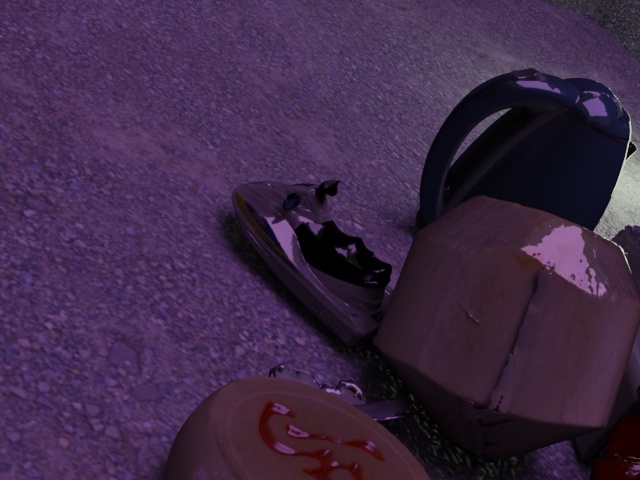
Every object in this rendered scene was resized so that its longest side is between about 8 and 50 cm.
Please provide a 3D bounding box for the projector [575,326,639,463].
[{"bbox_3d":[0.442,0.207,1.538,0.177,0.163,0.242,25,31,-19],"label":"projector"}]

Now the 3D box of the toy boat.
[{"bbox_3d":[0.000,0.008,1.425,0.269,0.141,0.141,56,32,11],"label":"toy boat"}]

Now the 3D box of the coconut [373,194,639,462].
[{"bbox_3d":[0.222,0.113,1.334,0.323,0.323,0.323,26,28,-15],"label":"coconut"}]

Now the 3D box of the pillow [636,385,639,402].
[{"bbox_3d":[0.541,0.281,1.317,0.076,0.281,0.274,-43,112,-32],"label":"pillow"}]

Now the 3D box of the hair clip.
[{"bbox_3d":[0.024,0.191,1.238,0.172,0.049,0.116,10,31,-34],"label":"hair clip"}]

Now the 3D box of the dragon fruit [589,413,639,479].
[{"bbox_3d":[0.405,0.386,1.201,0.302,0.240,0.330,15,41,32],"label":"dragon fruit"}]

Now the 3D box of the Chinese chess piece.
[{"bbox_3d":[-0.013,0.240,1.028,0.273,0.102,0.273,27,21,-11],"label":"Chinese chess piece"}]

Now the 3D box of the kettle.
[{"bbox_3d":[0.312,-0.110,1.719,0.319,0.342,0.247,17,32,-28],"label":"kettle"}]

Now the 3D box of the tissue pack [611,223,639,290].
[{"bbox_3d":[0.689,0.092,2.033,0.344,0.125,0.242,5,39,-44],"label":"tissue pack"}]
